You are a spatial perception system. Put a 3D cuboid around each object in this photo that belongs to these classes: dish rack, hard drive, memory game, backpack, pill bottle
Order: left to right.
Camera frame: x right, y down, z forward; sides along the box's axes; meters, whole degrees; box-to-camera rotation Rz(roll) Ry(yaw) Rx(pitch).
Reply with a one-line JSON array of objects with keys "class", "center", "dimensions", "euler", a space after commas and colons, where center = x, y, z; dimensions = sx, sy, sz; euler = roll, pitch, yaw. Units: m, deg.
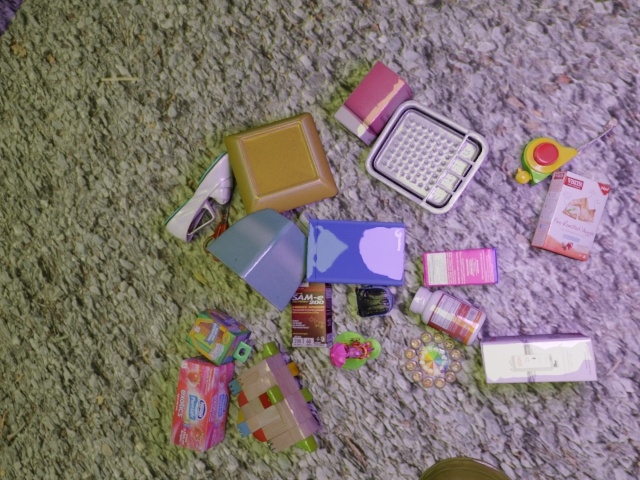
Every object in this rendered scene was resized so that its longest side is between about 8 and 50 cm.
[{"class": "hard drive", "center": [0.116, 0.040, 1.680], "dimensions": [0.319, 0.040, 0.210], "euler": [2, 87, -1]}, {"class": "backpack", "center": [0.183, 0.201, 1.679], "dimensions": [0.115, 0.084, 0.104], "euler": [-8, 85, 23]}, {"class": "dish rack", "center": [0.345, -0.270, 1.661], "dimensions": [0.333, 0.072, 0.285], "euler": [35, 99, 18]}, {"class": "memory game", "center": [0.364, 0.388, 1.643], "dimensions": [0.186, 0.012, 0.186], "euler": [-1, 86, 19]}, {"class": "pill bottle", "center": [0.395, 0.231, 1.586], "dimensions": [0.216, 0.121, 0.121], "euler": [27, 95, 19]}]

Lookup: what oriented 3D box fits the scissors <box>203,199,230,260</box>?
[{"class": "scissors", "center": [-0.358, -0.068, 1.918], "dimensions": [0.109, 0.021, 0.297], "euler": [25, 92, 27]}]

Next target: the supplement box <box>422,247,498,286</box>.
[{"class": "supplement box", "center": [0.438, 0.084, 1.585], "dimensions": [0.220, 0.111, 0.113], "euler": [-3, 86, 20]}]

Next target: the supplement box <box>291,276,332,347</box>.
[{"class": "supplement box", "center": [-0.030, 0.246, 1.757], "dimensions": [0.130, 0.073, 0.239], "euler": [-3, 85, 19]}]

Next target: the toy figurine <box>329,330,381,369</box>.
[{"class": "toy figurine", "center": [0.100, 0.370, 1.658], "dimensions": [0.173, 0.159, 0.130], "euler": [-7, 84, 18]}]

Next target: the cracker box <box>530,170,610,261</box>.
[{"class": "cracker box", "center": [0.731, -0.070, 1.481], "dimensions": [0.156, 0.067, 0.232], "euler": [16, 92, -13]}]

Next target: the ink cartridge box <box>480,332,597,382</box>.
[{"class": "ink cartridge box", "center": [0.617, 0.335, 1.457], "dimensions": [0.283, 0.207, 0.117], "euler": [-7, 83, 19]}]

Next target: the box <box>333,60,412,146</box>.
[{"class": "box", "center": [0.178, -0.450, 1.689], "dimensions": [0.127, 0.149, 0.232], "euler": [43, 101, 16]}]

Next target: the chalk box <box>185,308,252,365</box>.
[{"class": "chalk box", "center": [-0.349, 0.359, 1.828], "dimensions": [0.213, 0.132, 0.132], "euler": [30, 97, 18]}]

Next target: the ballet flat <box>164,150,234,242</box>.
[{"class": "ballet flat", "center": [-0.419, -0.150, 1.893], "dimensions": [0.400, 0.139, 0.139], "euler": [-47, 74, 14]}]

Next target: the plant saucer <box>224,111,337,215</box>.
[{"class": "plant saucer", "center": [-0.142, -0.272, 1.766], "dimensions": [0.333, 0.081, 0.332], "euler": [-18, 81, -4]}]

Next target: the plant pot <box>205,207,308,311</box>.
[{"class": "plant pot", "center": [-0.178, 0.040, 1.712], "dimensions": [0.252, 0.248, 0.247], "euler": [-50, 45, -10]}]

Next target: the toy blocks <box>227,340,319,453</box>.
[{"class": "toy blocks", "center": [-0.189, 0.583, 1.754], "dimensions": [0.261, 0.191, 0.381], "euler": [-37, 75, 25]}]

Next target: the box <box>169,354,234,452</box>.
[{"class": "box", "center": [-0.423, 0.581, 1.830], "dimensions": [0.142, 0.154, 0.299], "euler": [7, 88, 19]}]

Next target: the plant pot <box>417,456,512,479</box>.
[{"class": "plant pot", "center": [0.409, 0.856, 1.419], "dimensions": [0.367, 0.353, 0.366], "euler": [-1, 87, 19]}]

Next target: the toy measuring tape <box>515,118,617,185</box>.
[{"class": "toy measuring tape", "center": [0.717, -0.288, 1.520], "dimensions": [0.330, 0.121, 0.121], "euler": [-37, 76, 4]}]

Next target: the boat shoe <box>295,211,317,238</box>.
[{"class": "boat shoe", "center": [0.000, 0.000, 1.769], "dimensions": [0.226, 0.083, 0.075], "euler": [51, 125, 18]}]
